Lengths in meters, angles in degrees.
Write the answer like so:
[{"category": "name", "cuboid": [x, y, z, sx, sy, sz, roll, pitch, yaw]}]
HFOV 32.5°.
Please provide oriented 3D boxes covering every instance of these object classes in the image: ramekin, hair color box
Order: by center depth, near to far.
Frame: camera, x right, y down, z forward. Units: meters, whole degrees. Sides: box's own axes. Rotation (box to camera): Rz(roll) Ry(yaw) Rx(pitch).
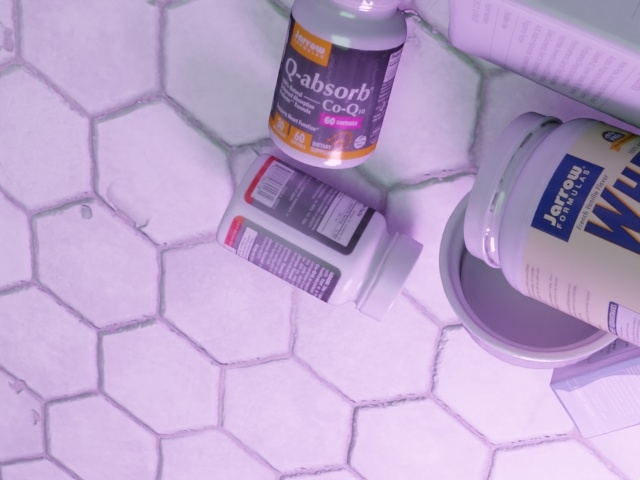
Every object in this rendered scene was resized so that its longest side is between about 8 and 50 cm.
[{"category": "ramekin", "cuboid": [0.303, 0.046, 1.511, 0.277, 0.277, 0.135, 15, 163, 12]}, {"category": "hair color box", "cuboid": [0.522, 0.135, 1.529, 0.375, 0.185, 0.113, -25, 109, 32]}]

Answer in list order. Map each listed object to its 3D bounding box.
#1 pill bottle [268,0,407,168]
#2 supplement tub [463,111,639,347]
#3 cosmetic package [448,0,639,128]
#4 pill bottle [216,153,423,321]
[{"category": "pill bottle", "cuboid": [0.028, -0.251, 1.496, 0.162, 0.162, 0.278, 20, 126, 9]}, {"category": "supplement tub", "cuboid": [0.361, -0.008, 1.307, 0.325, 0.235, 0.235, 26, 129, 29]}, {"category": "cosmetic package", "cuboid": [0.375, -0.304, 1.146, 0.394, 0.327, 0.329, 26, 91, 7]}, {"category": "pill bottle", "cuboid": [0.000, 0.000, 1.664, 0.283, 0.161, 0.161, 29, 126, 2]}]
